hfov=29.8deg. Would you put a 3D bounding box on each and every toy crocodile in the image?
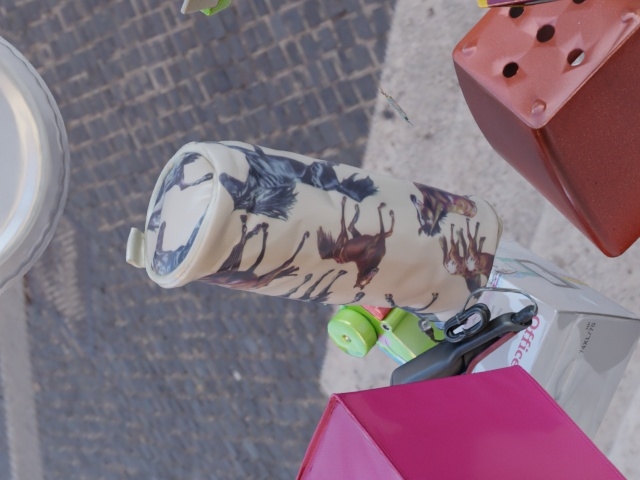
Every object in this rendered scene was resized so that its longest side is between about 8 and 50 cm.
[{"bbox_3d":[0.023,0.044,1.581,0.340,0.115,0.105,40,148,14],"label":"toy crocodile"}]

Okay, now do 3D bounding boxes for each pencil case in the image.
[{"bbox_3d":[0.000,0.000,1.346,0.183,0.410,0.159,-51,42,38],"label":"pencil case"}]

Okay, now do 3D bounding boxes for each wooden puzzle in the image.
[{"bbox_3d":[0.124,-0.218,1.963,0.083,0.006,0.049,46,-168,-20],"label":"wooden puzzle"}]

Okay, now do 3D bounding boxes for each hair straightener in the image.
[{"bbox_3d":[0.150,0.115,1.337,0.089,0.047,0.230,28,137,-24],"label":"hair straightener"}]

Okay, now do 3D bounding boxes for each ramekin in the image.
[{"bbox_3d":[-0.327,-0.061,0.943,0.272,0.273,0.127,66,163,-10],"label":"ramekin"}]

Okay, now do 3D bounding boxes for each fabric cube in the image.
[{"bbox_3d":[0.134,0.309,1.204,0.254,0.258,0.259,49,129,37],"label":"fabric cube"}]

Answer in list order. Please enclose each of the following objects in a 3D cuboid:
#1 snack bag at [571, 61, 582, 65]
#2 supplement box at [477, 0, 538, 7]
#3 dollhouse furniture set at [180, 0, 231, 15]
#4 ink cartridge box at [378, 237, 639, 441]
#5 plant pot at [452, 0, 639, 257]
[{"bbox_3d":[0.527,-0.128,1.732,0.342,0.323,0.037,66,149,14],"label":"snack bag"},{"bbox_3d":[0.249,-0.272,1.133,0.188,0.104,0.080,-3,99,35],"label":"supplement box"},{"bbox_3d":[-0.259,-0.488,1.793,0.301,0.151,0.197,36,123,14],"label":"dollhouse furniture set"},{"bbox_3d":[0.260,0.131,1.665,0.270,0.197,0.198,37,112,47],"label":"ink cartridge box"},{"bbox_3d":[0.316,-0.188,1.432,0.236,0.267,0.267,33,-167,-48],"label":"plant pot"}]
